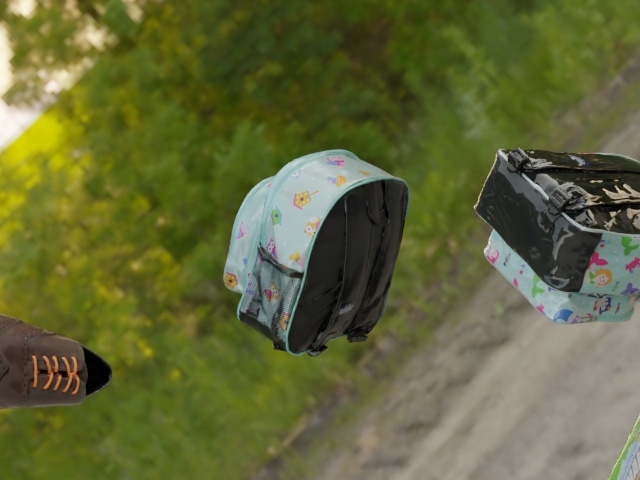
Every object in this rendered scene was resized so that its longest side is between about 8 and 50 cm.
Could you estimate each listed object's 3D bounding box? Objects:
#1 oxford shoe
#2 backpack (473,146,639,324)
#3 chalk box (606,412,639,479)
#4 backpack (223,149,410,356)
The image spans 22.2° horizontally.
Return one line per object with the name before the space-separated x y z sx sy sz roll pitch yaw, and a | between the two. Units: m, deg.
oxford shoe | -0.277 0.116 1.555 0.098 0.096 0.271 3 -2 12
backpack | 0.341 -0.011 2.009 0.225 0.254 0.191 49 135 45
chalk box | 0.406 0.298 1.728 0.289 0.180 0.179 -90 14 -53
backpack | 0.000 0.000 1.633 0.166 0.144 0.188 -12 -49 -46
